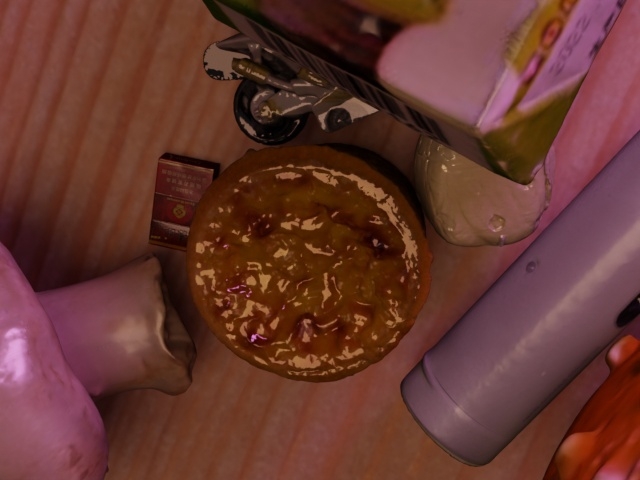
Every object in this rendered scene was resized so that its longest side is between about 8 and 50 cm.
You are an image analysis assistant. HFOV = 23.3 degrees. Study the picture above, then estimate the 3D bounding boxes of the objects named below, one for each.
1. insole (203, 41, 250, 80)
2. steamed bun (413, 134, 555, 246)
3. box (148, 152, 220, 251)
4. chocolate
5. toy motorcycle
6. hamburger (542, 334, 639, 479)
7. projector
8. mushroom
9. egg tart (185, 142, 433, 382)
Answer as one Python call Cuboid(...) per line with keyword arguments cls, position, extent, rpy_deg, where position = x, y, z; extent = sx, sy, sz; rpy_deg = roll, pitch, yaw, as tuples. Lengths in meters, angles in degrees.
Cuboid(cls="insole", position=(-0.035, -0.151, 1.318), extent=(0.135, 0.002, 0.045), rpy_deg=(1, 106, 12))
Cuboid(cls="steamed bun", position=(0.131, -0.064, 1.259), extent=(0.112, 0.091, 0.130), rpy_deg=(-2, 123, 2))
Cuboid(cls="box", position=(-0.120, -0.032, 1.364), extent=(0.051, 0.023, 0.082), rpy_deg=(13, 109, 9))
Cuboid(cls="chocolate", position=(0.083, -0.236, 1.134), extent=(0.301, 0.137, 0.289), rpy_deg=(30, 97, 17))
Cuboid(cls="toy motorcycle", position=(0.022, -0.171, 1.262), extent=(0.225, 0.073, 0.152), rpy_deg=(-15, 95, 15))
Cuboid(cls="hamburger", position=(0.334, 0.183, 1.151), extent=(0.396, 0.396, 0.277), rpy_deg=(-42, 96, 20))
Cuboid(cls="projector", position=(0.209, 0.039, 1.271), extent=(0.108, 0.108, 0.337), rpy_deg=(41, 111, -2))
Cuboid(cls="mushroom", position=(-0.260, 0.104, 1.340), extent=(0.290, 0.297, 0.297), rpy_deg=(-27, 102, -18))
Cuboid(cls="egg tart", position=(0.000, 0.000, 1.282), extent=(0.202, 0.147, 0.202), rpy_deg=(4, 109, 11))
